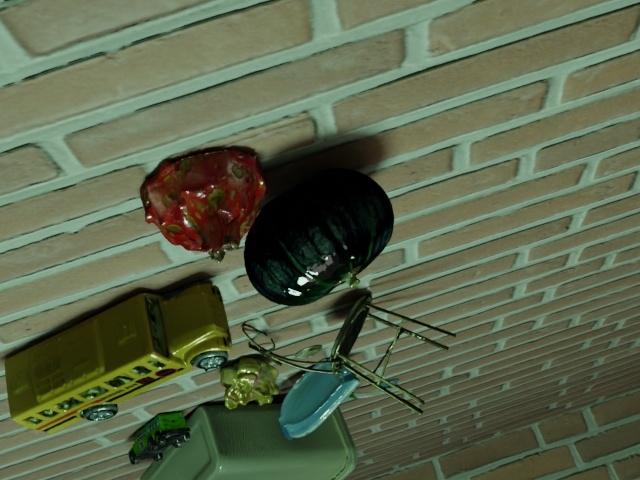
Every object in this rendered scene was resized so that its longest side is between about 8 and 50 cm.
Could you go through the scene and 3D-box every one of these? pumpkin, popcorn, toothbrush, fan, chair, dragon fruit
[{"bbox_3d":[0.000,0.000,1.232,0.202,0.140,0.202,-36,176,-3],"label":"pumpkin"},{"bbox_3d":[-0.130,0.260,1.869,0.109,0.089,0.097,-4,165,-41],"label":"popcorn"},{"bbox_3d":[0.046,0.351,2.300,0.303,0.030,0.030,-7,156,-27],"label":"toothbrush"},{"bbox_3d":[-0.029,0.211,1.935,0.060,0.003,0.080,-33,155,31],"label":"fan"},{"bbox_3d":[0.048,0.167,1.726,0.325,0.170,0.160,24,166,11],"label":"chair"},{"bbox_3d":[-0.125,-0.020,1.158,0.153,0.111,0.153,-12,158,-5],"label":"dragon fruit"}]

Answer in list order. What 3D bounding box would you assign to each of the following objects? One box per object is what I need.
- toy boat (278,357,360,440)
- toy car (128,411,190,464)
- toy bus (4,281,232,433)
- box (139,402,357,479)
[{"bbox_3d":[0.002,0.324,2.055,0.215,0.088,0.102,-46,142,11],"label":"toy boat"},{"bbox_3d":[-0.330,0.400,2.064,0.071,0.063,0.165,1,151,-39],"label":"toy car"},{"bbox_3d":[-0.290,0.163,1.454,0.335,0.121,0.123,-26,150,20],"label":"toy bus"},{"bbox_3d":[-0.162,0.496,2.197,0.343,0.177,0.352,7,136,-36],"label":"box"}]
